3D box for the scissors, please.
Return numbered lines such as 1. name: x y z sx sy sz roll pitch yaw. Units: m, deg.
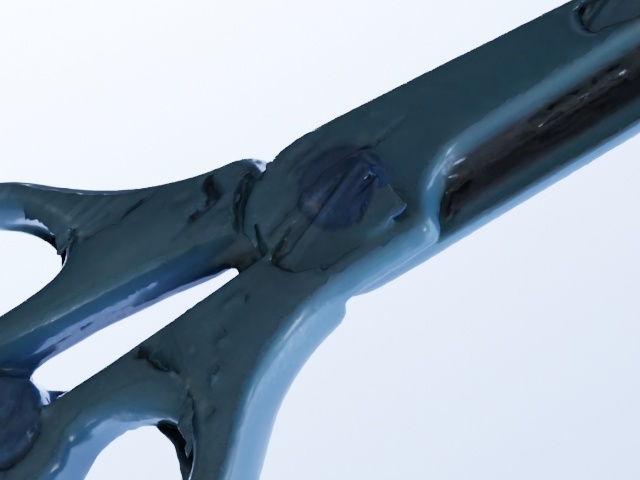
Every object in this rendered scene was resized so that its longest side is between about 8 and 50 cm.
1. scissors: 0.000 0.000 0.393 0.392 0.032 0.180 -29 -122 3
